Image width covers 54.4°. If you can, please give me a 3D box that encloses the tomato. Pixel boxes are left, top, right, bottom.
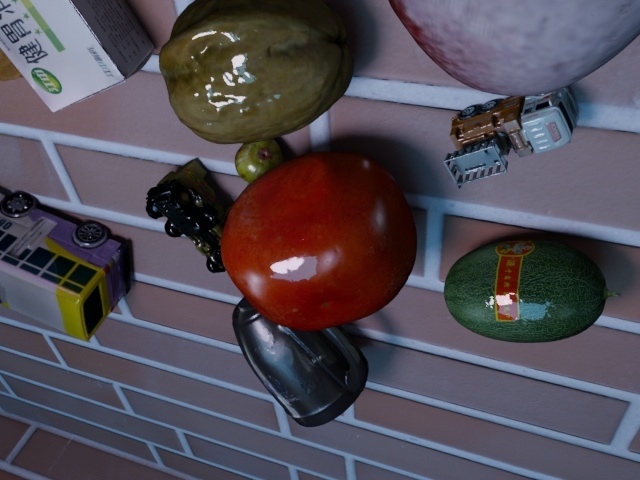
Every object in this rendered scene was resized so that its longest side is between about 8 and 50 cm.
[{"bbox_3d":[0.000,0.000,1.070,0.325,0.289,0.293,-17,139,7],"label":"tomato"}]

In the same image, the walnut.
[{"bbox_3d":[-0.095,-0.260,0.912,0.283,0.283,0.227,-8,88,34],"label":"walnut"}]

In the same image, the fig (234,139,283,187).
[{"bbox_3d":[-0.135,-0.133,1.176,0.093,0.093,0.166,42,142,-17],"label":"fig"}]

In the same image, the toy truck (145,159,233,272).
[{"bbox_3d":[-0.232,-0.038,1.300,0.127,0.127,0.257,-10,128,44],"label":"toy truck"}]

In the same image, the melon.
[{"bbox_3d":[0.356,0.087,1.070,0.288,0.182,0.182,-2,132,27],"label":"melon"}]

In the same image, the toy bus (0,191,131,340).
[{"bbox_3d":[-0.728,0.056,1.563,0.440,0.249,0.209,23,139,5],"label":"toy bus"}]

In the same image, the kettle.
[{"bbox_3d":[-0.043,0.230,1.394,0.321,0.228,0.324,-11,123,51],"label":"kettle"}]

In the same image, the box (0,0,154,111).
[{"bbox_3d":[-0.444,-0.394,0.998,0.173,0.145,0.332,-16,126,22],"label":"box"}]

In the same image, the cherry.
[{"bbox_3d":[0.229,-0.309,0.657,0.326,0.291,0.335,-3,140,41],"label":"cherry"}]

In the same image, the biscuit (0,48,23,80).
[{"bbox_3d":[-0.643,-0.423,1.173,0.376,0.051,0.269,-1,134,29],"label":"biscuit"}]

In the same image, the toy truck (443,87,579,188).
[{"bbox_3d":[0.277,-0.154,0.910,0.178,0.115,0.080,-15,124,37],"label":"toy truck"}]
